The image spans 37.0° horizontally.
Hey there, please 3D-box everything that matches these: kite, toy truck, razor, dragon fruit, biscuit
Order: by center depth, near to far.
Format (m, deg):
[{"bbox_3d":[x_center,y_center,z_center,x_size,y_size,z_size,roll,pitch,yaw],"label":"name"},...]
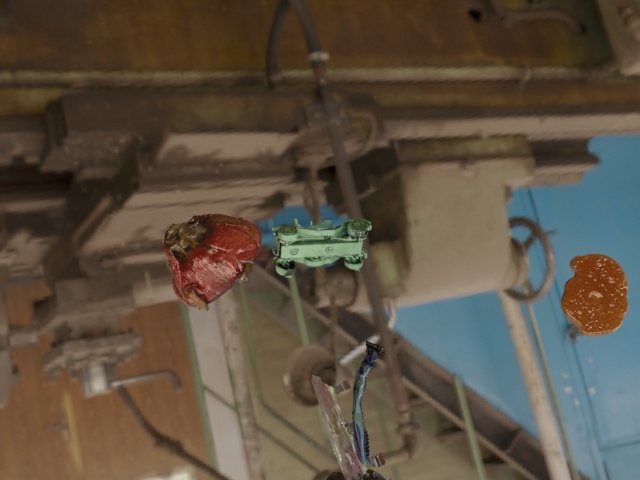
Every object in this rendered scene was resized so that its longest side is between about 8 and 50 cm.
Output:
[{"bbox_3d":[0.053,0.204,1.185,0.028,0.155,0.044,3,-174,-25],"label":"razor"},{"bbox_3d":[0.041,0.286,1.429,0.022,0.204,0.360,-19,171,-11],"label":"kite"},{"bbox_3d":[0.416,0.083,1.448,0.102,0.131,0.019,11,161,1],"label":"biscuit"},{"bbox_3d":[-0.001,0.000,1.484,0.154,0.078,0.080,-5,125,-15],"label":"toy truck"},{"bbox_3d":[-0.239,0.017,1.938,0.218,0.148,0.224,-35,-156,24],"label":"dragon fruit"}]

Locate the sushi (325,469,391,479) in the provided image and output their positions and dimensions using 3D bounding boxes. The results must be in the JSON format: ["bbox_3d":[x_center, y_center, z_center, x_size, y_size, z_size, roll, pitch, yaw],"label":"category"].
[{"bbox_3d":[0.103,0.586,1.926,0.225,0.239,0.218,-31,-166,-26],"label":"sushi"}]
